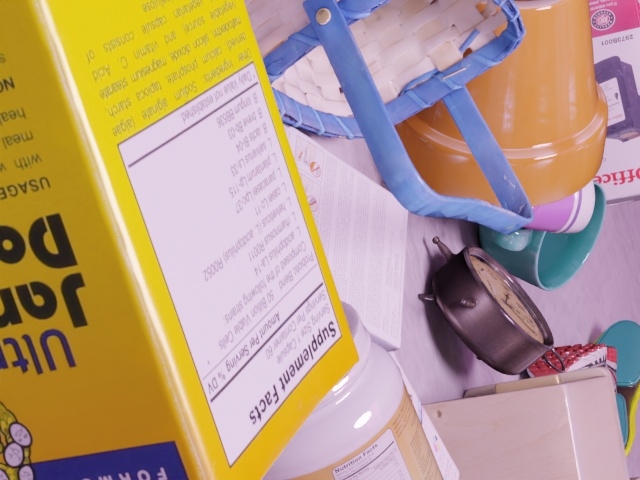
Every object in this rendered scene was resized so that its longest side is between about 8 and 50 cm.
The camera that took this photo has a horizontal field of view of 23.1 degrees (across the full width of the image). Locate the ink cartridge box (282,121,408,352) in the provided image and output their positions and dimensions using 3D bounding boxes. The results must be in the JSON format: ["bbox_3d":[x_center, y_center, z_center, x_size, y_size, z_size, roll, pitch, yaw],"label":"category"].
[{"bbox_3d":[0.000,0.000,1.292,0.179,0.045,0.145,30,52,-36],"label":"ink cartridge box"}]

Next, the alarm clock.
[{"bbox_3d":[0.178,0.081,1.537,0.192,0.064,0.129,35,21,-30],"label":"alarm clock"}]

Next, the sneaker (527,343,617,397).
[{"bbox_3d":[0.299,0.166,1.793,0.225,0.088,0.093,14,68,-63],"label":"sneaker"}]

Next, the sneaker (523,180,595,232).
[{"bbox_3d":[0.156,-0.121,1.589,0.282,0.161,0.102,-114,-146,-46],"label":"sneaker"}]

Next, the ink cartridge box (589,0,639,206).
[{"bbox_3d":[0.304,-0.156,1.777,0.100,0.172,0.237,-6,85,-65],"label":"ink cartridge box"}]

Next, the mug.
[{"bbox_3d":[0.225,-0.028,1.669,0.129,0.097,0.158,-55,147,-9],"label":"mug"}]

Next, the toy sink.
[{"bbox_3d":[0.202,0.196,1.493,0.234,0.153,0.131,5,75,-64],"label":"toy sink"}]

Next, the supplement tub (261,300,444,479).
[{"bbox_3d":[0.004,0.155,1.084,0.200,0.144,0.144,67,27,-24],"label":"supplement tub"}]

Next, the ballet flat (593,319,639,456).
[{"bbox_3d":[0.363,0.202,1.954,0.231,0.077,0.077,-70,162,-45],"label":"ballet flat"}]

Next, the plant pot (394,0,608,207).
[{"bbox_3d":[0.168,-0.164,1.432,0.205,0.205,0.188,-69,165,-50],"label":"plant pot"}]

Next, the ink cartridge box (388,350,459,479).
[{"bbox_3d":[0.042,0.172,1.253,0.198,0.067,0.115,60,31,-36],"label":"ink cartridge box"}]

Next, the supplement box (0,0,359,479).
[{"bbox_3d":[-0.146,-0.045,0.782,0.194,0.195,0.356,-43,118,-62],"label":"supplement box"}]

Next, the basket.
[{"bbox_3d":[0.060,-0.140,1.238,0.255,0.201,0.289,10,55,-65],"label":"basket"}]
